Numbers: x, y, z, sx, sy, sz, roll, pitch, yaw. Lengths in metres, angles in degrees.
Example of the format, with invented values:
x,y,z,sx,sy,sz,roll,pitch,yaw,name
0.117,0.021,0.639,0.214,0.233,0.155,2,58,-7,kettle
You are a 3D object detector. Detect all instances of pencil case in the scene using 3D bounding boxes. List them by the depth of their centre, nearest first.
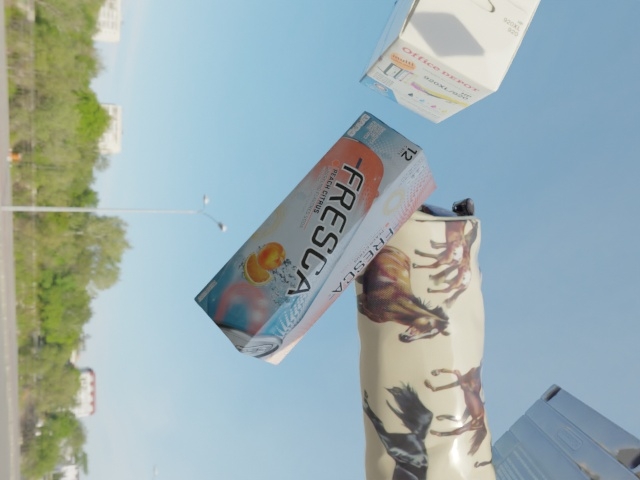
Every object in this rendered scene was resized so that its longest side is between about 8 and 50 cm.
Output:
x,y,z,sx,sy,sz,roll,pitch,yaw,name
0.117,0.159,0.651,0.183,0.160,0.410,-17,102,-74,pencil case

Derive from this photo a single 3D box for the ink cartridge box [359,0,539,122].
x,y,z,sx,sy,sz,roll,pitch,yaw,name
0.195,-0.321,0.913,0.168,0.171,0.233,-65,-171,-5,ink cartridge box

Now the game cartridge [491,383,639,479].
x,y,z,sx,sy,sz,roll,pitch,yaw,name
0.311,0.326,0.756,0.230,0.068,0.355,-50,175,2,game cartridge

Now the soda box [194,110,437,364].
x,y,z,sx,sy,sz,roll,pitch,yaw,name
0.000,0.000,0.405,0.058,0.063,0.183,41,-92,29,soda box
